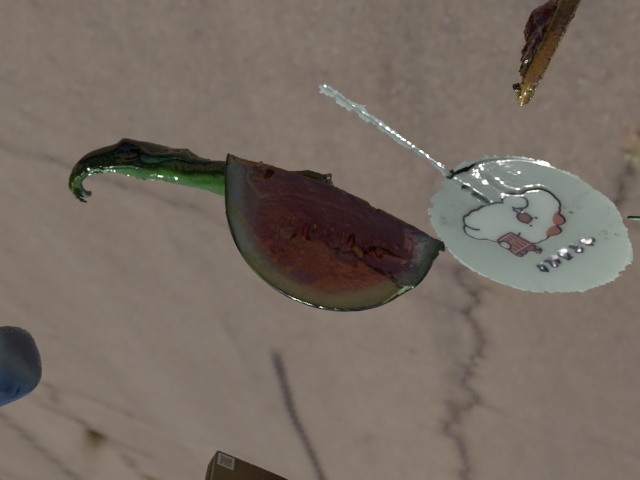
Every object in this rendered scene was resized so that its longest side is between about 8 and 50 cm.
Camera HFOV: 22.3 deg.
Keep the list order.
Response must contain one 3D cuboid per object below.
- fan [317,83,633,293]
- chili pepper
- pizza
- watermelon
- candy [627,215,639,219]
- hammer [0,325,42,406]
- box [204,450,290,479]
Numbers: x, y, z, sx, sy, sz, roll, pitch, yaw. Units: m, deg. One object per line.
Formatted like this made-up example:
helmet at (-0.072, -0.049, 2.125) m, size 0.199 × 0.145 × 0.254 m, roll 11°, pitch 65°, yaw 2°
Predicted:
fan at (0.130, -0.046, 1.444) m, size 0.329 × 0.009 × 0.191 m, roll 34°, pitch 144°, yaw -16°
chili pepper at (-0.155, -0.078, 2.107) m, size 0.359 × 0.076 × 0.085 m, roll 7°, pitch 139°, yaw 16°
pizza at (0.171, -0.153, 1.270) m, size 0.029 × 0.099 × 0.100 m, roll 25°, pitch 168°, yaw 0°
watermelon at (-0.005, 0.013, 1.128) m, size 0.163 × 0.069 × 0.087 m, roll 22°, pitch 145°, yaw -1°
candy at (0.275, -0.018, 1.256) m, size 0.083 × 0.023 × 0.025 m, roll 7°, pitch 114°, yaw 42°
hammer at (-0.314, 0.172, 1.445) m, size 0.116 × 0.194 × 0.069 m, roll -21°, pitch 137°, yaw 40°
box at (-0.032, 0.224, 1.284) m, size 0.133 × 0.023 × 0.090 m, roll 24°, pitch -152°, yaw -11°
